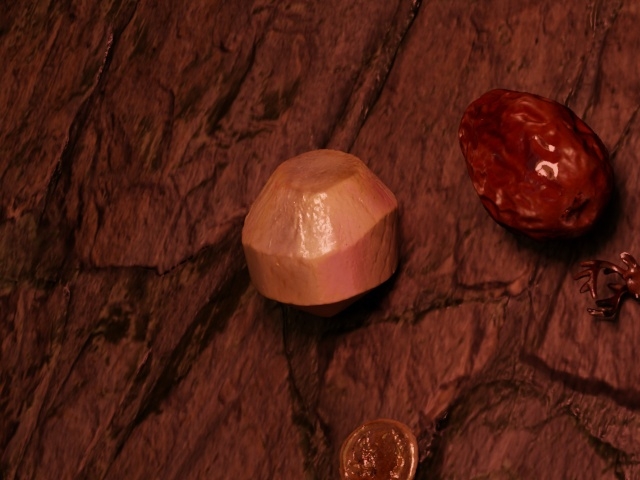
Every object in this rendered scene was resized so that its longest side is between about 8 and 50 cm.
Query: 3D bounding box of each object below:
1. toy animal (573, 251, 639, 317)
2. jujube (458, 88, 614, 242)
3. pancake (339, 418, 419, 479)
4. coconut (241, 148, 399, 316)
[{"bbox_3d":[0.494,-0.002,1.882,0.260,0.087,0.243,-6,53,29],"label":"toy animal"},{"bbox_3d":[0.307,-0.112,1.961,0.197,0.197,0.290,-42,40,7],"label":"jujube"},{"bbox_3d":[0.084,0.328,1.988,0.139,0.022,0.139,-12,63,25],"label":"pancake"},{"bbox_3d":[0.000,0.000,2.067,0.259,0.259,0.259,-12,64,25],"label":"coconut"}]
